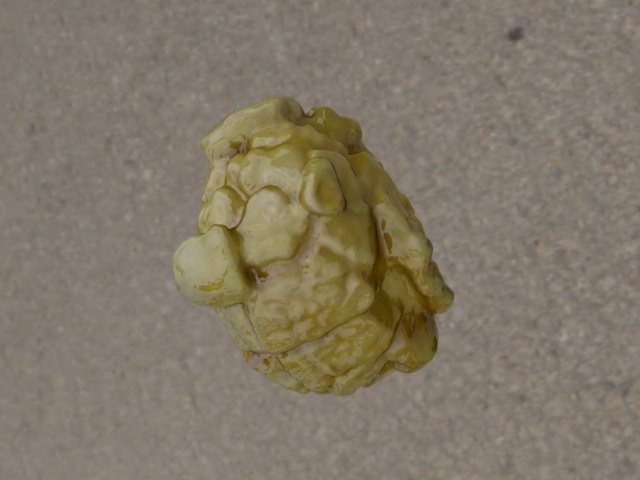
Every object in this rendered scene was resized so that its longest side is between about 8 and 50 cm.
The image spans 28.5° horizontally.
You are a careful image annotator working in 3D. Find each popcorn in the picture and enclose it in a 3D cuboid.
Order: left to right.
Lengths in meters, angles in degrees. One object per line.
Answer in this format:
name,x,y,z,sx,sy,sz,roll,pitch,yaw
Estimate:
popcorn,-0.003,0.006,0.762,0.140,0.163,0.194,-21,101,14
